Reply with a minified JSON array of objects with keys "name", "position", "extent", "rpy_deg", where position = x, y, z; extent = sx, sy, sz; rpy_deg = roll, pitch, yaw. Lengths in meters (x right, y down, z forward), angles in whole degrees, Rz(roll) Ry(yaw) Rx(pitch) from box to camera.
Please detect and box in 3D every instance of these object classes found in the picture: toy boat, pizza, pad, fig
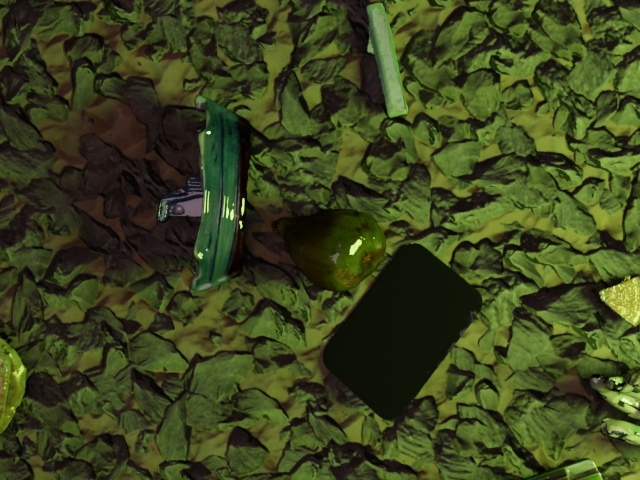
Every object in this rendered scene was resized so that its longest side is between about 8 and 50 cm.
[{"name":"toy boat","position":[-0.183,-0.071,1.566],"extent":[0.142,0.129,0.309],"rpy_deg":[3,91,-7]},{"name":"pizza","position":[0.461,0.084,1.537],"extent":[0.078,0.025,0.083],"rpy_deg":[14,87,2]},{"name":"pad","position":[0.189,0.190,1.562],"extent":[0.323,0.055,0.250],"rpy_deg":[38,96,5]},{"name":"fig","position":[0.014,0.009,1.570],"extent":[0.126,0.185,0.133],"rpy_deg":[35,81,-31]}]

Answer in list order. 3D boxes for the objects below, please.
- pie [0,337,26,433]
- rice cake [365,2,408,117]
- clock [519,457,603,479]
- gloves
[{"name":"pie","position":[-0.582,0.241,1.654],"extent":[0.179,0.084,0.205],"rpy_deg":[16,96,8]},{"name":"rice cake","position":[0.099,-0.281,1.572],"extent":[0.042,0.030,0.180],"rpy_deg":[-13,89,12]},{"name":"clock","position":[0.318,0.448,1.425],"extent":[0.235,0.309,0.166],"rpy_deg":[-21,88,8]},{"name":"gloves","position":[0.497,0.243,1.500],"extent":[0.212,0.111,0.127],"rpy_deg":[28,119,3]}]
